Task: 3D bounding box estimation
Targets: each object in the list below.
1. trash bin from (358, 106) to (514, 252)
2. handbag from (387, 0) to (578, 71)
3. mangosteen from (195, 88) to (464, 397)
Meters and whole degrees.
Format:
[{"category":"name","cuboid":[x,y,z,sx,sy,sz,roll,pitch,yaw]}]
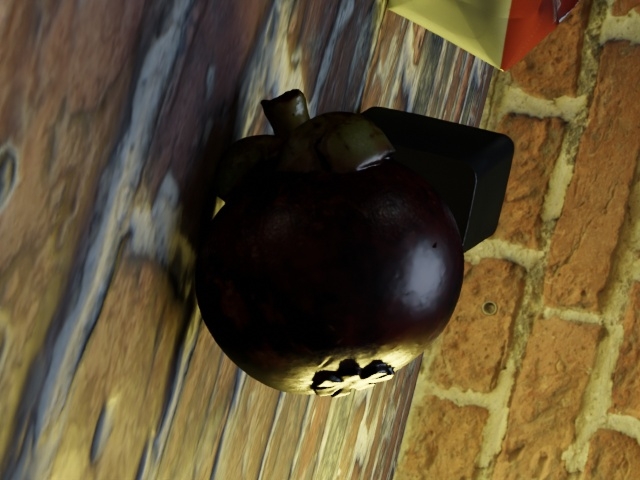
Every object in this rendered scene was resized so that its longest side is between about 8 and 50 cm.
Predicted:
[{"category":"trash bin","cuboid":[0.086,-0.053,1.203,0.225,0.165,0.115,-34,137,-73]},{"category":"handbag","cuboid":[0.221,-0.326,1.321,0.298,0.171,0.151,-39,150,-32]},{"category":"mangosteen","cuboid":[0.000,0.000,0.803,0.200,0.199,0.200,13,90,-80]}]
